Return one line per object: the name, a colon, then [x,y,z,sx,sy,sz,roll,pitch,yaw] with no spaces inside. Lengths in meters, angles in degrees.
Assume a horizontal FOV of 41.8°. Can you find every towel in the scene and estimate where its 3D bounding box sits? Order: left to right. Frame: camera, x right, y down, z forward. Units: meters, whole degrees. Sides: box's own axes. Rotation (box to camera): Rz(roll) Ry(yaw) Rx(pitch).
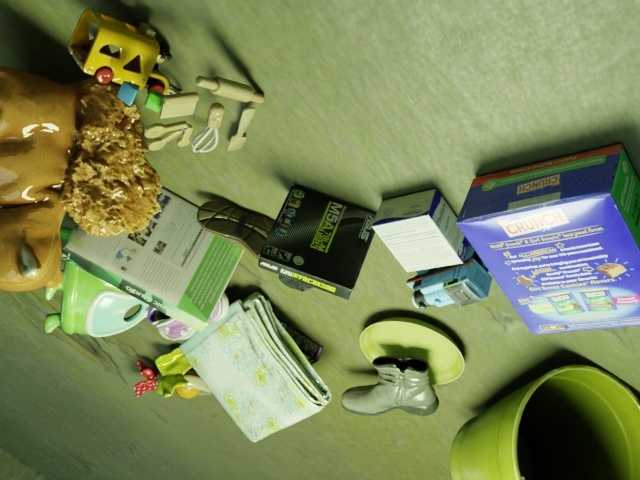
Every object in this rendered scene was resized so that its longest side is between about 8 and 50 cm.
towel: [-0.167,0.318,2.033,0.320,0.090,0.374,55,139,2]

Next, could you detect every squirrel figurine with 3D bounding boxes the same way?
squirrel figurine: [-0.489,-0.098,1.526,0.396,0.371,0.281,-4,168,-10]

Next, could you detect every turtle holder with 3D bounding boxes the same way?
turtle holder: [-0.496,0.069,1.918,0.227,0.243,0.320,7,108,-13]

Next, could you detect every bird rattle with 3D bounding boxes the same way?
bird rattle: [-0.402,0.402,2.333,0.207,0.143,0.253,20,149,-23]

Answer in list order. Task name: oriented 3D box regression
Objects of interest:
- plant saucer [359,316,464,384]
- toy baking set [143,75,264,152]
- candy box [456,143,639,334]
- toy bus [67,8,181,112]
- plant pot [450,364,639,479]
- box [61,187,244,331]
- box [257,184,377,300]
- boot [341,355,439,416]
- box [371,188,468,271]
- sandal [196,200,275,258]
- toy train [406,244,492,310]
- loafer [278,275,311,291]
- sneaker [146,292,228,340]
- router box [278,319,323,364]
plant saucer: [0.208,0.242,1.884,0.241,0.037,0.241,14,142,11]
toy baking set: [-0.196,-0.215,1.461,0.196,0.030,0.256,-35,159,33]
candy box: [0.427,0.013,1.422,0.268,0.122,0.317,-10,133,38]
toy bus: [-0.318,-0.317,1.419,0.191,0.202,0.104,30,110,-2]
plant pot: [0.469,0.481,1.819,0.366,0.366,0.353,32,153,-11]
box: [-0.332,0.014,1.728,0.322,0.232,0.058,29,147,-7]
box: [0.000,0.000,1.572,0.184,0.191,0.045,19,144,7]
boot: [0.147,0.324,1.936,0.246,0.083,0.161,-5,129,24]
box: [0.187,-0.017,1.551,0.126,0.072,0.137,-11,132,37]
sandal: [-0.153,-0.010,1.731,0.219,0.090,0.060,22,159,-1]
toy train: [0.246,0.077,1.607,0.184,0.105,0.080,-22,124,43]
loafer: [0.002,0.057,1.741,0.078,0.076,0.223,36,146,-24]
sneaker: [-0.355,0.174,1.981,0.161,0.102,0.282,-4,162,-38]
router box: [-0.095,0.276,2.075,0.133,0.046,0.179,35,141,-14]
